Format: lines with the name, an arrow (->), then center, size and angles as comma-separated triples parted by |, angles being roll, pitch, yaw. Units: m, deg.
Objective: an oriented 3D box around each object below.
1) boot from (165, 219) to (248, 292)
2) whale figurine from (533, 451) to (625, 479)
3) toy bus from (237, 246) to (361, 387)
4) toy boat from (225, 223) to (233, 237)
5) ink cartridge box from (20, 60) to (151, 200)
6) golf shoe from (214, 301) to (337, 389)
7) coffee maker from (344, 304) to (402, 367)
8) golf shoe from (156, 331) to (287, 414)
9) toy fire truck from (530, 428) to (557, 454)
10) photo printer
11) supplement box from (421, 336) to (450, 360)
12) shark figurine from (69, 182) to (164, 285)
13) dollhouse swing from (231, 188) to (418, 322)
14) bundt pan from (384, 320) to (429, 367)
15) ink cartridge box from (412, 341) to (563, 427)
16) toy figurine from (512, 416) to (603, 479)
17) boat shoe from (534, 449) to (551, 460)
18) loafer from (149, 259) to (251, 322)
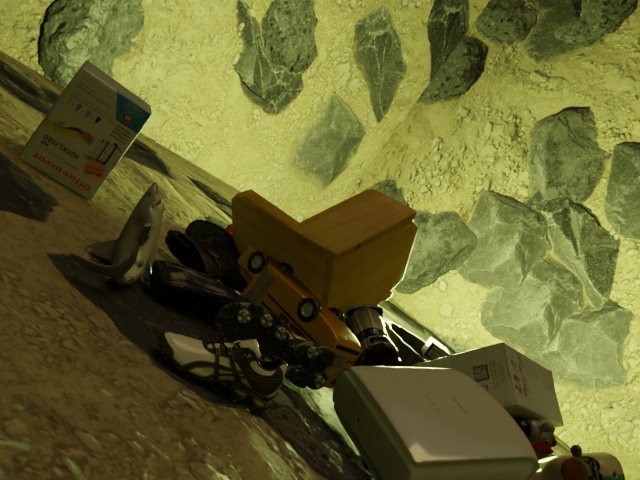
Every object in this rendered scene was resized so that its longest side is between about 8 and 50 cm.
boot -> -0.268, 0.014, 1.602 | 0.263, 0.091, 0.229 | 41, 6, 29
whale figurine -> 0.515, 0.534, 1.523 | 0.216, 0.272, 0.141 | 9, 63, -35
toy bus -> -0.061, 0.151, 1.495 | 0.333, 0.130, 0.108 | 40, 7, 36
toy boat -> -0.173, 0.009, 1.960 | 0.151, 0.151, 0.231 | 33, 6, -34
ink cartridge box -> -0.503, -0.239, 1.545 | 0.171, 0.232, 0.168 | 34, 7, -23
golf shoe -> -0.098, 0.185, 1.258 | 0.120, 0.105, 0.273 | 14, -18, 49
coffee maker -> 0.123, 0.263, 1.667 | 0.178, 0.120, 0.171 | -107, 174, -60
golf shoe -> -0.139, 0.166, 1.032 | 0.198, 0.093, 0.077 | 32, 7, -23
toy fire truck -> 0.560, 0.462, 1.850 | 0.159, 0.217, 0.246 | 35, -39, -17
photo printer -> 0.205, 0.323, 1.222 | 0.308, 0.107, 0.256 | 8, 25, -30
supplement box -> 0.283, 0.276, 1.763 | 0.055, 0.043, 0.083 | 36, 4, 3
shark figurine -> -0.339, 0.022, 1.183 | 0.116, 0.166, 0.278 | 11, 25, -3
dollhouse swing -> 0.000, 0.000, 1.708 | 0.305, 0.315, 0.346 | 49, -27, 28
bundt pan -> 0.270, 0.359, 1.870 | 0.331, 0.124, 0.331 | 35, 5, -3
ink cartridge box -> 0.330, 0.338, 1.526 | 0.309, 0.272, 0.130 | 31, 46, -51
toy figurine -> 0.414, 0.461, 1.389 | 0.148, 0.209, 0.213 | 22, 13, -47
boat shoe -> 0.602, 0.631, 1.752 | 0.302, 0.098, 0.109 | 38, 18, -6
loafer -> -0.208, 0.092, 1.288 | 0.223, 0.076, 0.078 | 28, 33, -41
